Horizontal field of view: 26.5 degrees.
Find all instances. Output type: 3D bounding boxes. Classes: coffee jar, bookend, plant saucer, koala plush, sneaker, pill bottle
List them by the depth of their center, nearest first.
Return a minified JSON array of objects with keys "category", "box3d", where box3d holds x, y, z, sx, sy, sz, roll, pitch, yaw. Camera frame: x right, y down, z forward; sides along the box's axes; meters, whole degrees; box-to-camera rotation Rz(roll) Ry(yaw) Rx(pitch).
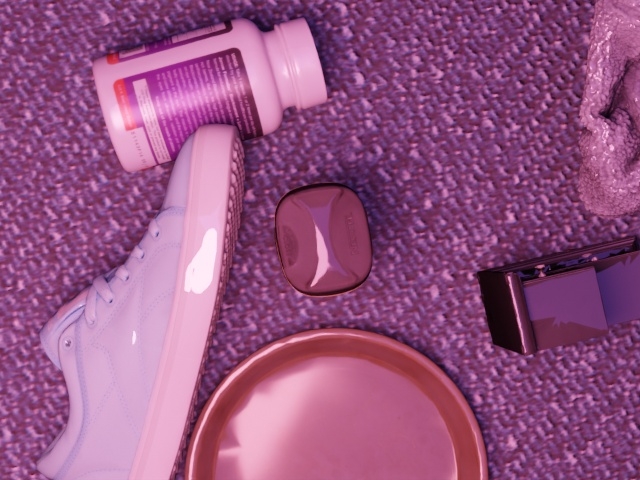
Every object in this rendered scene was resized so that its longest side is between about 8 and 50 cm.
[{"category":"sneaker","box3d":[-0.166,0.066,1.174,0.150,0.135,0.366,15,99,-2]},{"category":"koala plush","box3d":[0.345,-0.107,1.176,0.221,0.196,0.203,9,97,17]},{"category":"coffee jar","box3d":[0.000,0.000,1.178,0.079,0.184,0.096,-10,89,-3]},{"category":"bookend","box3d":[0.232,0.046,1.202,0.156,0.157,0.072,-13,90,-2]},{"category":"pill bottle","box3d":[-0.097,-0.136,1.215,0.193,0.108,0.108,-16,90,-2]},{"category":"plant saucer","box3d":[0.014,0.218,1.248,0.278,0.041,0.278,0,88,-3]}]
